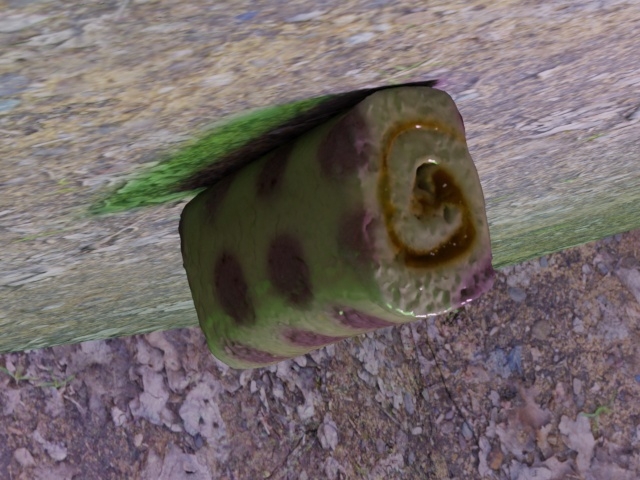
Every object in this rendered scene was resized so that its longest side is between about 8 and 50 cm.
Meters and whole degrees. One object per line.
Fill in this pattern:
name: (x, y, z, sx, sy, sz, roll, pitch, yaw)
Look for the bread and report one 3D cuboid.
bread: (0.000, 0.000, 1.434, 0.155, 0.187, 0.338, -13, 175, -30)
